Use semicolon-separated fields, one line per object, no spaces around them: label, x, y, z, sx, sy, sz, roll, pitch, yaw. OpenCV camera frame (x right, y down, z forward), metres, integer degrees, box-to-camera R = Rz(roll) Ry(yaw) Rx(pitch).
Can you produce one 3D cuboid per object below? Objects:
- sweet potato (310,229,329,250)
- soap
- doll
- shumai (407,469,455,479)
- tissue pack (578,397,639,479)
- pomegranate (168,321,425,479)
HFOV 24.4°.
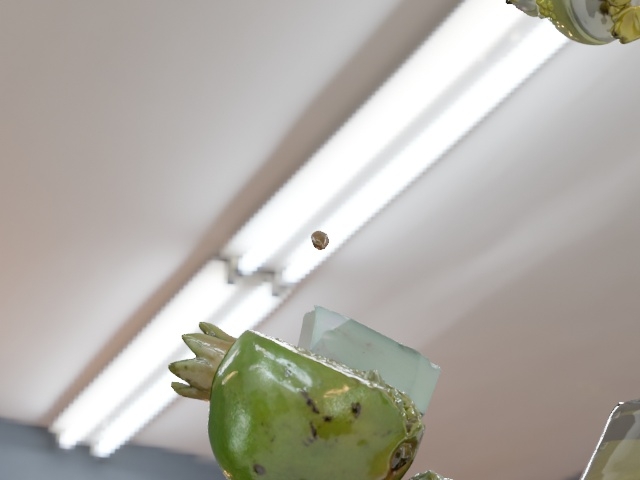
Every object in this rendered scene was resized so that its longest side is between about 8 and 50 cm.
sweet potato;0.000;0.000;2.569;0.034;0.034;0.095;6;7;-6
soap;0.063;0.194;2.306;0.230;0.091;0.145;25;-17;-11
doll;0.293;-0.311;1.815;0.296;0.117;0.141;21;-34;56
shumai;0.165;0.394;1.964;0.184;0.184;0.142;14;-30;-20
tissue pack;0.319;0.327;1.281;0.253;0.264;0.416;12;15;15
pomegranate;-0.048;0.242;1.921;0.358;0.216;0.310;16;-3;26
